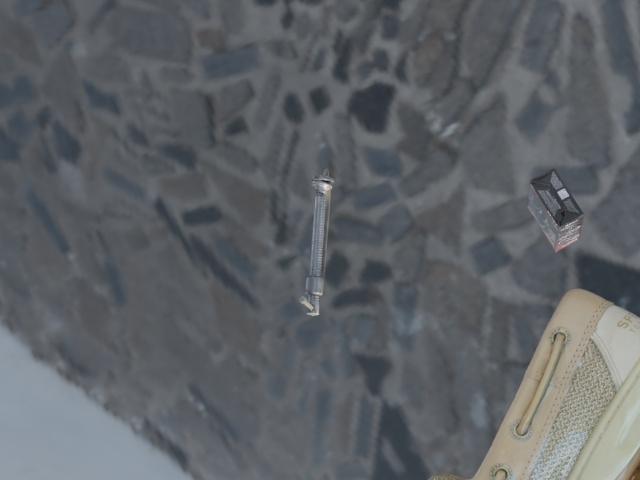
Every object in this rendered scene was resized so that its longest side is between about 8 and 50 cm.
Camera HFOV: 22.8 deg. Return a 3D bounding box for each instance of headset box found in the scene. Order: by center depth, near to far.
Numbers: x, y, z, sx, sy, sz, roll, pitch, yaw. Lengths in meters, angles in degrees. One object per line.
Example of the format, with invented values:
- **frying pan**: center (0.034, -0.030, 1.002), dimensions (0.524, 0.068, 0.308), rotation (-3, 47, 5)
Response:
- **headset box**: center (0.248, -0.030, 1.681), dimensions (0.062, 0.032, 0.083), rotation (61, 173, 20)

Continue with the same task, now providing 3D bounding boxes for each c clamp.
- **c clamp**: center (0.000, 0.000, 1.528), dimensions (0.137, 0.022, 0.161), rotation (77, -164, -73)

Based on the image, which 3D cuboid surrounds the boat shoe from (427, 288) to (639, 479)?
- **boat shoe**: center (0.109, 0.192, 0.997), dimensions (0.110, 0.341, 0.121), rotation (32, 174, 19)
